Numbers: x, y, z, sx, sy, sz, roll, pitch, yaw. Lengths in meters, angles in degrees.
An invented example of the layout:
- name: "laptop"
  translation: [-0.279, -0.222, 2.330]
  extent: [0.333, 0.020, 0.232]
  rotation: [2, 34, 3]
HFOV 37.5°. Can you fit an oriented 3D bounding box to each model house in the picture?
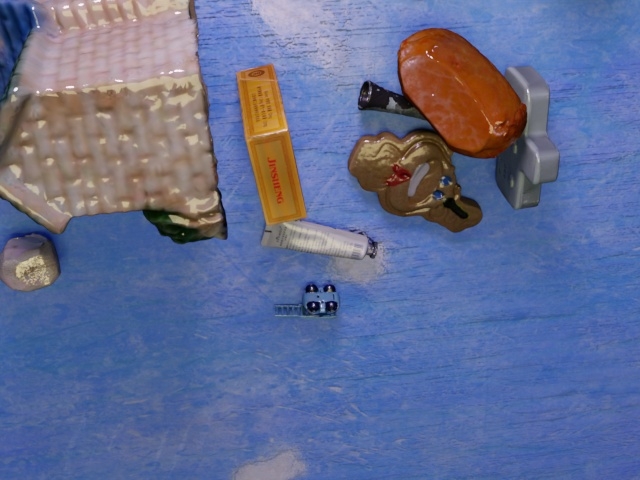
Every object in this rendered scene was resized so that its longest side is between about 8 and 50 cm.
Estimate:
- name: "model house"
  translation: [-0.368, -0.199, 1.486]
  extent: [0.400, 0.445, 0.395]
  rotation: [-6, 126, -7]

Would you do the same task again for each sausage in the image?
- name: "sausage"
  translation: [0.246, -0.264, 1.682]
  extent: [0.268, 0.141, 0.153]
  rotation: [47, 125, -2]

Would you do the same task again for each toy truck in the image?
- name: "toy truck"
  translation: [-0.027, 0.134, 1.990]
  extent: [0.136, 0.063, 0.074]
  rotation: [2, 142, -7]

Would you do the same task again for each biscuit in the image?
- name: "biscuit"
  translation: [0.202, -0.115, 1.873]
  extent: [0.183, 0.047, 0.320]
  rotation: [-38, 122, 18]

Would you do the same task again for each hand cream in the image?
- name: "hand cream"
  translation: [0.000, 0.000, 1.916]
  extent: [0.234, 0.050, 0.080]
  rotation: [11, 121, -11]

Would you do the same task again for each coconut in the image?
- name: "coconut"
  translation: [-0.567, 0.045, 1.812]
  extent: [0.125, 0.110, 0.110]
  rotation: [-13, 124, -9]

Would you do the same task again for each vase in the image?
- name: "vase"
  translation: [0.157, -0.252, 1.765]
  extent: [0.167, 0.059, 0.059]
  rotation: [12, 120, -17]

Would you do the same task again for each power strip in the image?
- name: "power strip"
  translation: [0.388, -0.177, 1.772]
  extent: [0.059, 0.193, 0.264]
  rotation: [-7, 123, -8]

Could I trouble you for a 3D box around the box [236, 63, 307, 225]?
- name: "box"
  translation: [-0.088, -0.173, 1.645]
  extent: [0.076, 0.274, 0.174]
  rotation: [-11, 124, -1]
